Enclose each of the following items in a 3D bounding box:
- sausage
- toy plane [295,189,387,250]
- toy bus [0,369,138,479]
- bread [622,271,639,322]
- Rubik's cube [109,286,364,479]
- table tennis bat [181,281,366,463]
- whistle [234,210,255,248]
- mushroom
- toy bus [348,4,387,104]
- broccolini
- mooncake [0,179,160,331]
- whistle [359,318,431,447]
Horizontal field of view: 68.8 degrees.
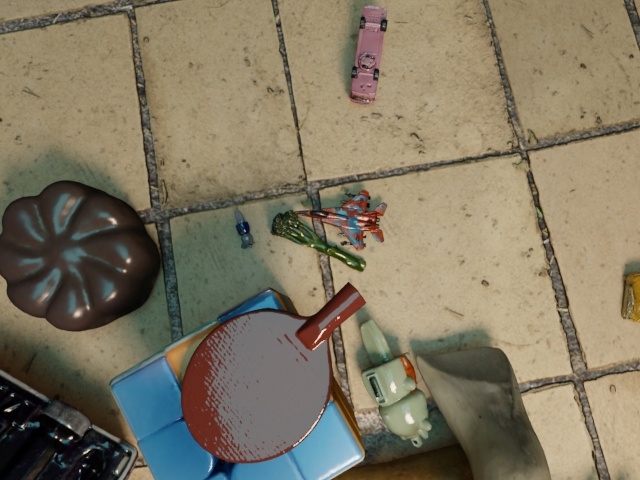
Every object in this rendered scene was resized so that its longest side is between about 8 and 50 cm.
[{"bbox_3d":[0.149,0.459,0.858,0.501,0.123,0.136,-6,87,-8],"label":"sausage"},{"bbox_3d":[0.042,-0.047,0.978,0.189,0.061,0.130,6,83,6],"label":"toy plane"},{"bbox_3d":[-0.555,0.375,0.826,0.440,0.249,0.209,27,54,4],"label":"toy bus"},{"bbox_3d":[0.662,0.116,0.950,0.072,0.053,0.105,9,87,6],"label":"bread"},{"bbox_3d":[-0.123,0.281,0.815,0.291,0.291,0.291,-31,82,-3],"label":"Rubik's cube"},{"bbox_3d":[-0.060,0.177,0.665,0.310,0.038,0.200,-42,83,-5],"label":"table tennis bat"},{"bbox_3d":[-0.165,-0.022,0.993,0.033,0.029,0.083,-19,89,14],"label":"whistle"},{"bbox_3d":[0.284,0.359,0.776,0.178,0.397,0.126,-3,126,-1],"label":"mushroom"},{"bbox_3d":[0.104,-0.398,1.011,0.063,0.090,0.203,8,81,2],"label":"toy bus"},{"bbox_3d":[-0.001,0.001,0.984,0.216,0.058,0.067,23,124,-3],"label":"broccolini"},{"bbox_3d":[-0.483,0.029,0.929,0.306,0.154,0.305,0,82,-2],"label":"mooncake"},{"bbox_3d":[0.138,0.274,0.906,0.102,0.106,0.253,-30,76,21],"label":"whistle"}]
